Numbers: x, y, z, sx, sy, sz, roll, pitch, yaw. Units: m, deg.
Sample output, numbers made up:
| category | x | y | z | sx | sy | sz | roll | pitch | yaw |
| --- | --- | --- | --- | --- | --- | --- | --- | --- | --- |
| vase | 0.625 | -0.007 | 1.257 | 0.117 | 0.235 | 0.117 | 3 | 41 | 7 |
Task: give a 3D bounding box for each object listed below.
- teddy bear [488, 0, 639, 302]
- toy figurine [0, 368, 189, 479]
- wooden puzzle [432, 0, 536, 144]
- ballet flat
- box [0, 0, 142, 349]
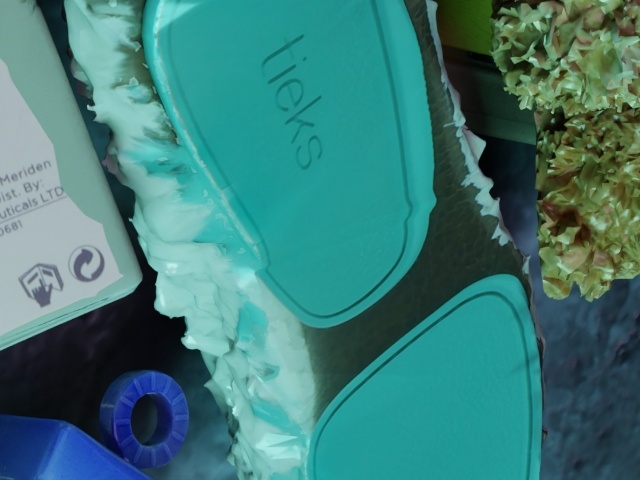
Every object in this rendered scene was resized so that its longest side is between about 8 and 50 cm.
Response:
| category | x | y | z | sx | sy | sz | roll | pitch | yaw |
| --- | --- | --- | --- | --- | --- | --- | --- | --- | --- |
| teddy bear | 0.128 | -0.138 | 0.501 | 0.245 | 0.113 | 0.338 | -33 | 120 | -66 |
| toy figurine | -0.138 | 0.127 | 0.485 | 0.362 | 0.191 | 0.217 | 41 | 69 | -33 |
| wooden puzzle | 0.062 | -0.158 | 0.571 | 0.238 | 0.044 | 0.221 | 8 | 101 | -31 |
| ballet flat | 0.000 | 0.000 | 0.519 | 0.147 | 0.147 | 0.409 | -34 | 137 | -17 |
| box | -0.151 | -0.099 | 0.390 | 0.094 | 0.113 | 0.275 | -23 | 103 | -19 |
